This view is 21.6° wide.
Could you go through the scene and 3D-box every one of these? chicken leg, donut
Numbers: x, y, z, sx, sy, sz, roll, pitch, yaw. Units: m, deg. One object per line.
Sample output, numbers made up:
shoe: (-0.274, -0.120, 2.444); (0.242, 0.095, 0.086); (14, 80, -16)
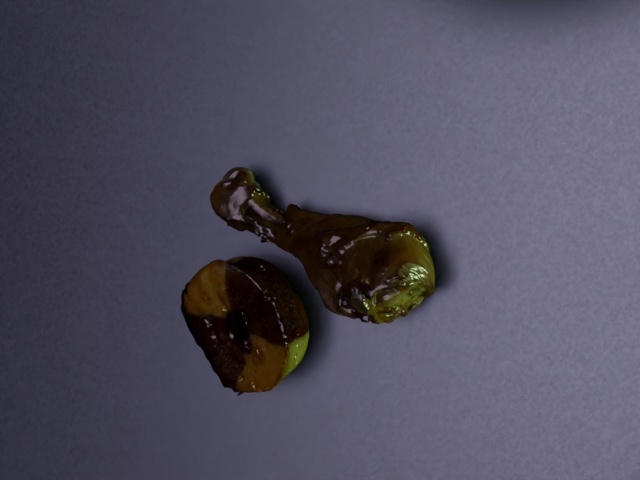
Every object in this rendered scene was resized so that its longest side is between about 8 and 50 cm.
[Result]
chicken leg: (0.000, 0.002, 1.635); (0.251, 0.087, 0.107); (29, 83, 23)
donut: (-0.072, 0.079, 1.650); (0.140, 0.059, 0.140); (19, 121, 35)
